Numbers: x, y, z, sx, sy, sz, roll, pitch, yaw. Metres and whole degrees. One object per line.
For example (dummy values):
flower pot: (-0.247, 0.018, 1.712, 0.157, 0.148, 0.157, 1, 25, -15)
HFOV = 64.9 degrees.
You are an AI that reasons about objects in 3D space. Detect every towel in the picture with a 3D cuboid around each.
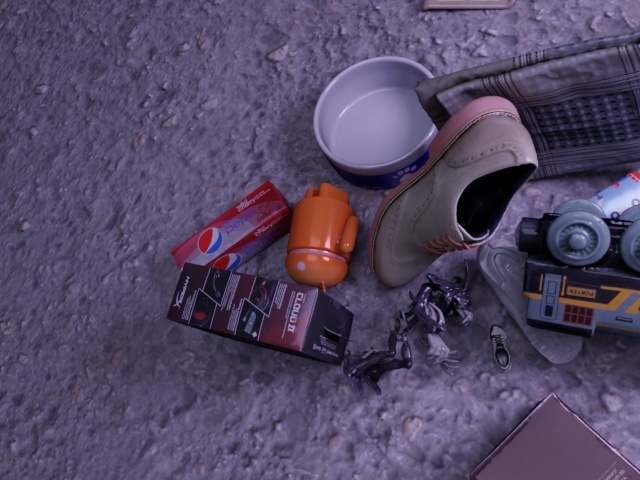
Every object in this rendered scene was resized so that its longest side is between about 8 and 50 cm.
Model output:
towel: (0.350, -0.183, 0.804, 0.325, 0.312, 0.056, -3, 70, 35)

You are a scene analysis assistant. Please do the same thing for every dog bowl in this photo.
dog bowl: (0.124, -0.243, 1.050, 0.265, 0.104, 0.264, -7, 68, 17)

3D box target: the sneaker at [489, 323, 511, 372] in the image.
sneaker: (0.308, 0.181, 0.858, 0.032, 0.037, 0.083, -15, 64, 16)

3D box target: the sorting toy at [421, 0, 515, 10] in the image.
sorting toy: (0.347, -0.613, 1.151, 0.209, 0.038, 0.192, 7, 73, 22)

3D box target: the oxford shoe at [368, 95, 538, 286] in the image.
oxford shoe: (0.190, -0.031, 0.812, 0.141, 0.396, 0.146, 6, 47, -19)

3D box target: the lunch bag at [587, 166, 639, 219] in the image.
lunch bag: (0.557, 0.030, 0.795, 0.221, 0.138, 0.293, -33, 75, 4)

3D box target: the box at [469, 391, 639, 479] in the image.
box: (0.345, 0.350, 0.704, 0.167, 0.168, 0.203, -45, 63, -1)

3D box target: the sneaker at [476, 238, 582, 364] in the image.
sneaker: (0.350, 0.099, 0.853, 0.090, 0.095, 0.235, -31, 82, 1)

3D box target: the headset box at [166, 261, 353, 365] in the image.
headset box: (-0.086, 0.139, 0.912, 0.294, 0.218, 0.110, 9, 74, 22)

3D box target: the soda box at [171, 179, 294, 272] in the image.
soda box: (-0.179, -0.008, 1.073, 0.263, 0.092, 0.083, -36, 61, 4)

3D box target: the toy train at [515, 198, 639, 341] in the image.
toy train: (0.440, 0.050, 0.692, 0.334, 0.142, 0.190, 8, 108, 24)

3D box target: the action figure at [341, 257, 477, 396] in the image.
action figure: (0.176, 0.161, 0.851, 0.276, 0.164, 0.141, -42, 52, 11)

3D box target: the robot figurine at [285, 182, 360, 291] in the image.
robot figurine: (0.001, 0.000, 0.986, 0.158, 0.128, 0.219, 4, 71, 14)
